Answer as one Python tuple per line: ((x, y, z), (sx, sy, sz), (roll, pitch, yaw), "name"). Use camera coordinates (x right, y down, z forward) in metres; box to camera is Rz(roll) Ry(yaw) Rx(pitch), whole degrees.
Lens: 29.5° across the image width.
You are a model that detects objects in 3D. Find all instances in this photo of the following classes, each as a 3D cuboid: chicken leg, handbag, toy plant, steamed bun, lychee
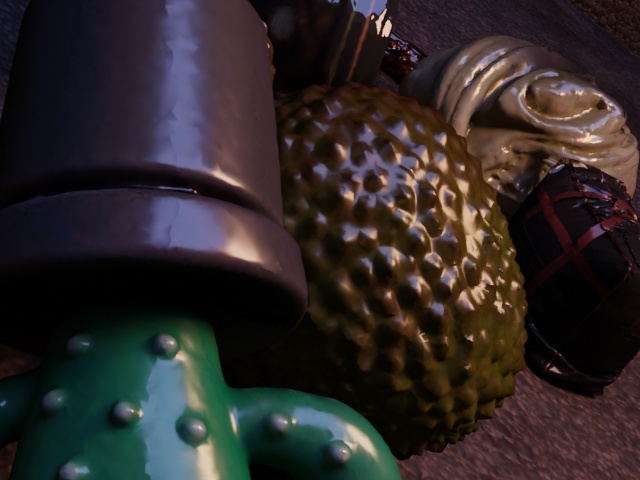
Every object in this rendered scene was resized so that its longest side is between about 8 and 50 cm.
((0.115, -0.242, 1.674), (0.219, 0.048, 0.089), (38, 29, 0), "chicken leg")
((0.276, 0.032, 1.282), (0.155, 0.169, 0.215), (21, 31, -29), "handbag")
((-0.090, 0.058, 0.644), (0.279, 0.185, 0.400), (14, 61, -30), "toy plant")
((0.266, -0.134, 1.513), (0.320, 0.206, 0.275), (23, 31, -21), "steamed bun")
((0.008, 0.008, 0.874), (0.320, 0.270, 0.270), (25, 24, 11), "lychee")

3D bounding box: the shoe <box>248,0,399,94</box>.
((-0.103, -0.205, 1.074), (0.237, 0.171, 0.384), (21, -1, -26), "shoe")
